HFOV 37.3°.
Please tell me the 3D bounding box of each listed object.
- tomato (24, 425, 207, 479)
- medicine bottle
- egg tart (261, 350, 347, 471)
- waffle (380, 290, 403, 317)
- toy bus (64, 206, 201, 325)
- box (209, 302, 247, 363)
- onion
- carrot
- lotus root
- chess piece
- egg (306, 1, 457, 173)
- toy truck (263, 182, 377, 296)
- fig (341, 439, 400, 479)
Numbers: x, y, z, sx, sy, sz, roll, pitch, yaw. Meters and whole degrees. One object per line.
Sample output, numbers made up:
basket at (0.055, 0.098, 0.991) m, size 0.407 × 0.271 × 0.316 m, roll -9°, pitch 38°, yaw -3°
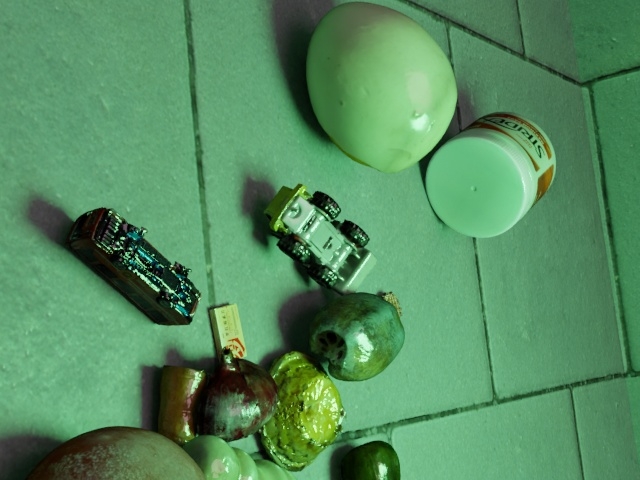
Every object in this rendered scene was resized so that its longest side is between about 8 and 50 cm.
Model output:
tomato at (-0.253, 0.373, 1.216) m, size 0.270 × 0.227 × 0.270 m, roll 16°, pitch 71°, yaw -53°
medicine bottle at (0.411, -0.161, 2.272) m, size 0.241 × 0.252 × 0.252 m, roll -38°, pitch 111°, yaw -52°
egg tart at (-0.028, 0.299, 1.674) m, size 0.212 × 0.090 × 0.212 m, roll 14°, pitch 71°, yaw -48°
waffle at (0.141, 0.151, 1.998) m, size 0.075 × 0.029 × 0.083 m, roll 52°, pitch 46°, yaw -28°
toy bus at (-0.271, 0.043, 1.396) m, size 0.235 × 0.096 × 0.073 m, roll 47°, pitch 46°, yaw -37°
box at (-0.155, 0.156, 1.595) m, size 0.058 × 0.015 × 0.093 m, roll -11°, pitch 89°, yaw -53°
onion at (-0.119, 0.245, 1.490) m, size 0.206 × 0.098 × 0.151 m, roll -46°, pitch 144°, yaw -69°
carrot at (-0.219, 0.294, 1.434) m, size 0.072 × 0.072 × 0.205 m, roll 21°, pitch 72°, yaw -50°
lotus root at (0.089, 0.170, 1.800) m, size 0.158 × 0.140 × 0.322 m, roll 46°, pitch 21°, yaw 12°
chess piece at (-0.132, 0.370, 1.427) m, size 0.243 × 0.133 × 0.133 m, roll 51°, pitch 42°, yaw -51°
egg at (0.114, -0.310, 1.878) m, size 0.345 × 0.283 × 0.283 m, roll 57°, pitch 38°, yaw -6°
toy truck at (0.000, 0.000, 1.773) m, size 0.136 × 0.111 × 0.286 m, roll -53°, pitch 139°, yaw -9°
fig at (0.101, 0.468, 1.778) m, size 0.117 × 0.117 × 0.177 m, roll -3°, pitch 79°, yaw -55°
